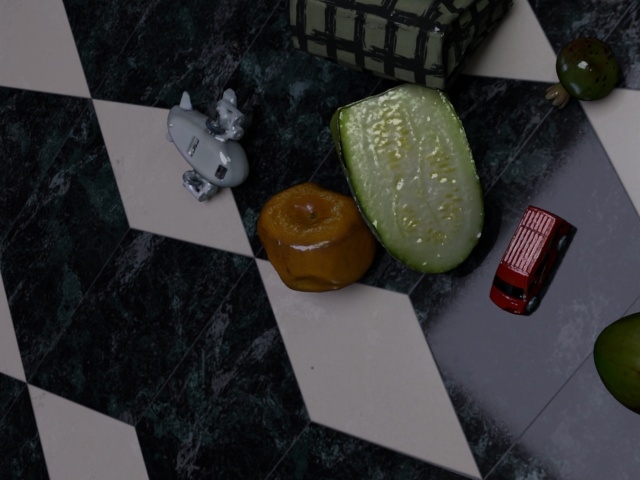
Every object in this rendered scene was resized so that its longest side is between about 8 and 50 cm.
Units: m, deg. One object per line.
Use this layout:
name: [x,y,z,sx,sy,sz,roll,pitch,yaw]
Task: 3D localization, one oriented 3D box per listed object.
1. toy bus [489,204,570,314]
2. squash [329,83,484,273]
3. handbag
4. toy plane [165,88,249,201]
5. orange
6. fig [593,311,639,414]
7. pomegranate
toy bus: [0.367,0.038,1.430,0.081,0.089,0.195,29,98,29]
squash: [0.174,-0.100,1.481,0.233,0.210,0.309,-18,67,4]
handbag: [0.162,-0.436,1.484,0.325,0.327,0.163,22,137,27]
toy plane: [-0.251,-0.216,1.782,0.266,0.122,0.267,8,103,40]
orange: [0.000,0.000,1.583,0.248,0.183,0.249,-5,42,4]
fig: [0.532,0.190,1.279,0.191,0.181,0.181,16,91,51]
pomegranate: [0.459,-0.293,1.423,0.142,0.114,0.115,-43,63,45]
